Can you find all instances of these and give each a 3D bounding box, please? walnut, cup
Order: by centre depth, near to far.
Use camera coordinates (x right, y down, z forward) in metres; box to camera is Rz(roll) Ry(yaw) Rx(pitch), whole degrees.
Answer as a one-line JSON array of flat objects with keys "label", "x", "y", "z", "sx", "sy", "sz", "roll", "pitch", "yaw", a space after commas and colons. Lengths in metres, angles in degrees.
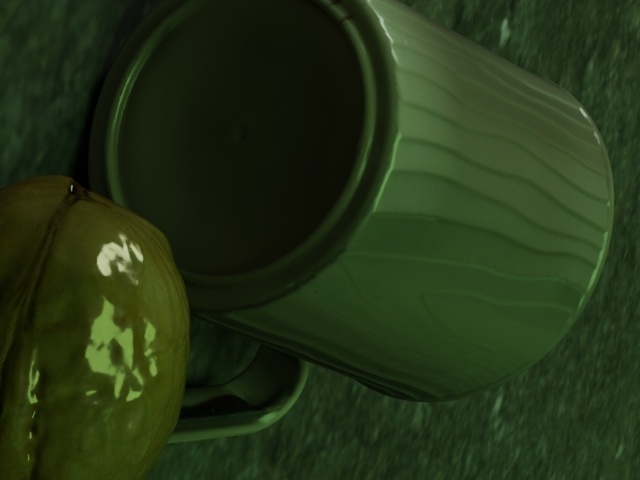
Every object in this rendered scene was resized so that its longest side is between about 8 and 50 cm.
[{"label": "walnut", "x": -0.137, "y": 0.061, "z": 0.998, "sx": 0.144, "sy": 0.144, "sz": 0.180, "roll": 9, "pitch": 104, "yaw": -58}, {"label": "cup", "x": -0.004, "y": -0.017, "z": 1.159, "sx": 0.273, "sy": 0.288, "sz": 0.208, "roll": 23, "pitch": 47, "yaw": -57}]
